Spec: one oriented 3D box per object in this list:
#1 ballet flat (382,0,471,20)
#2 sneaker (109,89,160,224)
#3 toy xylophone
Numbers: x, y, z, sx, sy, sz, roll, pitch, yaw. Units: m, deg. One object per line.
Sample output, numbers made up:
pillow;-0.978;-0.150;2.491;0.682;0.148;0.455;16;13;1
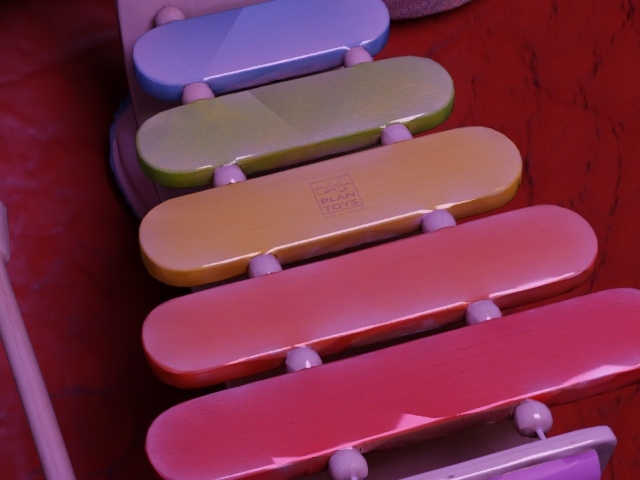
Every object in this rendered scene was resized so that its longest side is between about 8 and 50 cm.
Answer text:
ballet flat;-0.001;-0.167;0.948;0.316;0.106;0.108;-9;81;-32
sneaker;0.000;0.000;0.911;0.228;0.092;0.087;42;61;-12
toy xylophone;-0.019;0.012;0.775;0.236;0.081;0.323;-20;51;-17
